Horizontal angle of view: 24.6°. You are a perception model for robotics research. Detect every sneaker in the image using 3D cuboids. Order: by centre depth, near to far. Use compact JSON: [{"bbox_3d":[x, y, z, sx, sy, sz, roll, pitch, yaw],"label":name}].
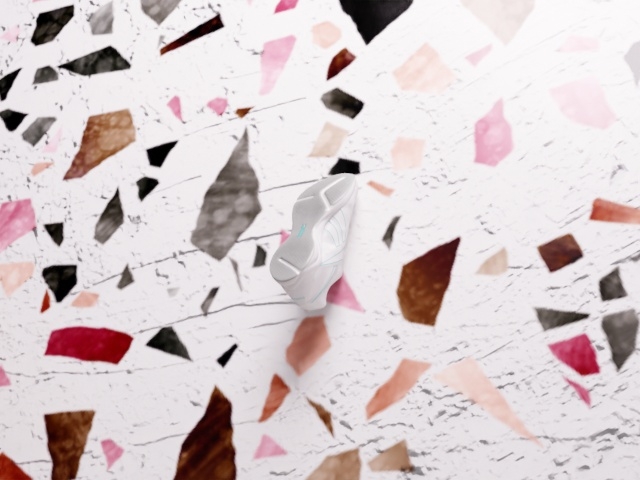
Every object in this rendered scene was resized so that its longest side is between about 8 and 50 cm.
[{"bbox_3d":[0.000,0.000,1.354,0.054,0.061,0.152,-4,44,33],"label":"sneaker"}]
